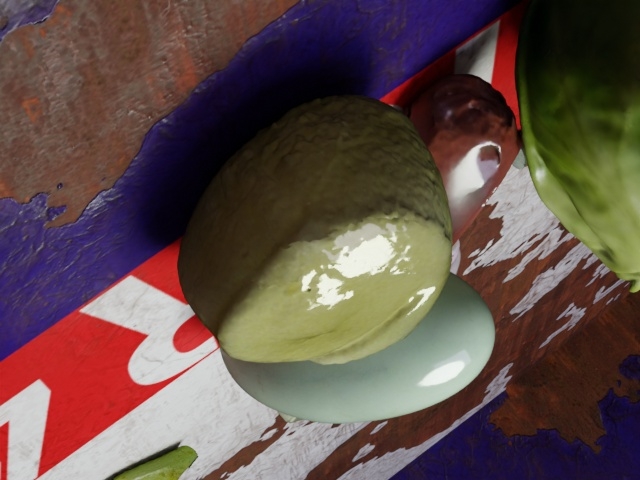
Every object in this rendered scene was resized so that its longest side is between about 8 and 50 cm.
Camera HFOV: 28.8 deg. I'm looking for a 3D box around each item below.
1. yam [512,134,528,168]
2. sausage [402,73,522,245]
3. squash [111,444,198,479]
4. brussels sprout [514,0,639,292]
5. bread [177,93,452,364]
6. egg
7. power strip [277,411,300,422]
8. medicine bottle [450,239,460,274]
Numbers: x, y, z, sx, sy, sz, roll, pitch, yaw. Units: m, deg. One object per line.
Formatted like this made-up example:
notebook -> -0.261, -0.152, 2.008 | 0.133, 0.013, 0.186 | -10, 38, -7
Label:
yam -> 0.344, -0.154, 1.923 | 0.132, 0.054, 0.054 | -28, 157, -29
sausage -> 0.149, -0.089, 1.578 | 0.152, 0.152, 0.280 | -21, 152, -41
squash -> -0.281, 0.392, 1.962 | 0.200, 0.075, 0.090 | -19, 178, -42
brussels sprout -> 0.392, -0.181, 1.489 | 0.342, 0.425, 0.361 | -30, 128, 32
bread -> -0.005, -0.009, 1.373 | 0.320, 0.237, 0.320 | -21, 147, -14
egg -> 0.043, 0.120, 1.602 | 0.370, 0.230, 0.230 | -4, 174, 24
power strip -> 0.023, 0.211, 2.119 | 0.257, 0.070, 0.105 | -46, 159, 20
medicine bottle -> 0.177, 0.063, 2.020 | 0.219, 0.078, 0.115 | 98, 17, -53
